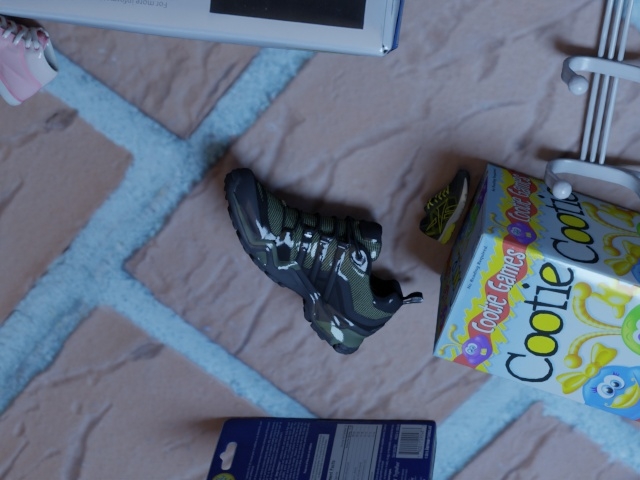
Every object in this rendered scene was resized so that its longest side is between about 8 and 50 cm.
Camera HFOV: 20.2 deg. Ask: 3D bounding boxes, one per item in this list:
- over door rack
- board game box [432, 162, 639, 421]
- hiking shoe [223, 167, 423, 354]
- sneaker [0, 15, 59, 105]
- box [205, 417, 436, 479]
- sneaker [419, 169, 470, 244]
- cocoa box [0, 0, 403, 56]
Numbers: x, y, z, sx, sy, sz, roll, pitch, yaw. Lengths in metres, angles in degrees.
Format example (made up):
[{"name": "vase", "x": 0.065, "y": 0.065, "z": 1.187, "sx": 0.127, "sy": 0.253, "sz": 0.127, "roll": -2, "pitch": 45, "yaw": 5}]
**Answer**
[{"name": "over door rack", "x": 0.374, "y": -0.122, "z": 1.578, "sx": 0.324, "sy": 0.108, "sz": 0.239, "roll": 8, "pitch": 122, "yaw": 4}, {"name": "board game box", "x": 0.260, "y": 0.058, "z": 1.678, "sx": 0.275, "sy": 0.144, "sz": 0.142, "roll": 18, "pitch": 121, "yaw": -3}, {"name": "hiking shoe", "x": 0.000, "y": 0.000, "z": 1.731, "sx": 0.114, "sy": 0.086, "sz": 0.227, "roll": -35, "pitch": 116, "yaw": 10}, {"name": "sneaker", "x": -0.295, "y": -0.194, "z": 1.669, "sx": 0.070, "sy": 0.051, "sz": 0.134, "roll": -26, "pitch": 117, "yaw": 19}, {"name": "box", "x": 0.002, "y": 0.233, "z": 1.825, "sx": 0.225, "sy": 0.136, "sz": 0.036, "roll": 2, "pitch": 121, "yaw": 8}, {"name": "sneaker", "x": 0.118, "y": -0.033, "z": 1.711, "sx": 0.035, "sy": 0.031, "sz": 0.083, "roll": 18, "pitch": 121, "yaw": -2}, {"name": "cocoa box", "x": -0.096, "y": -0.280, "z": 1.451, "sx": 0.347, "sy": 0.228, "sz": 0.231, "roll": 7, "pitch": 98, "yaw": 4}]
